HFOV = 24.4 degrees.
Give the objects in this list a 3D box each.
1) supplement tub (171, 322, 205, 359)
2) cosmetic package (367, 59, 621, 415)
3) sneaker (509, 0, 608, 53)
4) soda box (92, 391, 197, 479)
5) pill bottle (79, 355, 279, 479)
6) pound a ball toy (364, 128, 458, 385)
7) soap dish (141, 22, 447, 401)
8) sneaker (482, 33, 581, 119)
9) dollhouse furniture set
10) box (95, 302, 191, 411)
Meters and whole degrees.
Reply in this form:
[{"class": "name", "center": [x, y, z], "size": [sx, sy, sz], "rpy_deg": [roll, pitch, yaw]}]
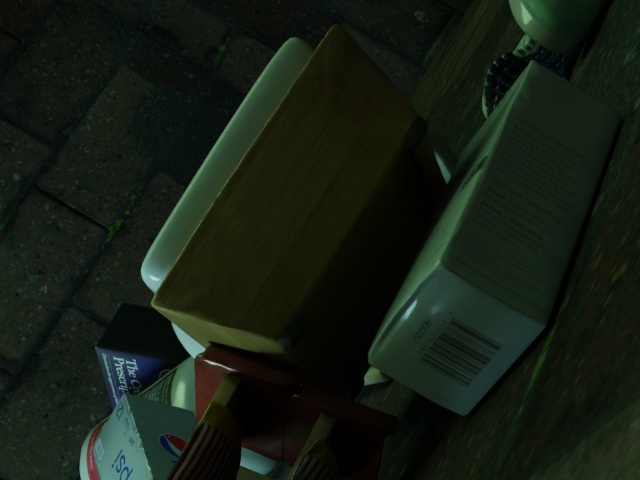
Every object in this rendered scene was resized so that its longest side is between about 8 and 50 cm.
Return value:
[{"class": "supplement tub", "center": [-0.007, 0.008, 1.673], "size": [0.316, 0.228, 0.228], "rpy_deg": [-58, 3, 20]}, {"class": "cosmetic package", "center": [0.121, -0.006, 1.007], "size": [0.117, 0.085, 0.231], "rpy_deg": [-56, 5, 45]}, {"class": "sneaker", "center": [0.268, -0.299, 1.424], "size": [0.151, 0.094, 0.256], "rpy_deg": [-52, 9, 50]}, {"class": "soda box", "center": [-0.169, 0.295, 1.640], "size": [0.091, 0.098, 0.286], "rpy_deg": [-58, 32, 19]}, {"class": "pill bottle", "center": [-0.150, 0.244, 1.875], "size": [0.318, 0.176, 0.176], "rpy_deg": [-37, 16, 36]}, {"class": "pound a ball toy", "center": [0.051, 0.032, 1.428], "size": [0.135, 0.208, 0.319], "rpy_deg": [-35, 3, -29]}, {"class": "soap dish", "center": [0.000, 0.000, 1.107], "size": [0.229, 0.118, 0.291], "rpy_deg": [-58, -20, -8]}, {"class": "sneaker", "center": [0.200, -0.150, 1.433], "size": [0.191, 0.071, 0.083], "rpy_deg": [-50, -11, -46]}, {"class": "dollhouse furniture set", "center": [-0.061, 0.268, 1.123], "size": [0.374, 0.152, 0.201], "rpy_deg": [94, -159, -55]}, {"class": "box", "center": [-0.191, 0.225, 2.070], "size": [0.103, 0.184, 0.261], "rpy_deg": [-65, -26, -46]}]
